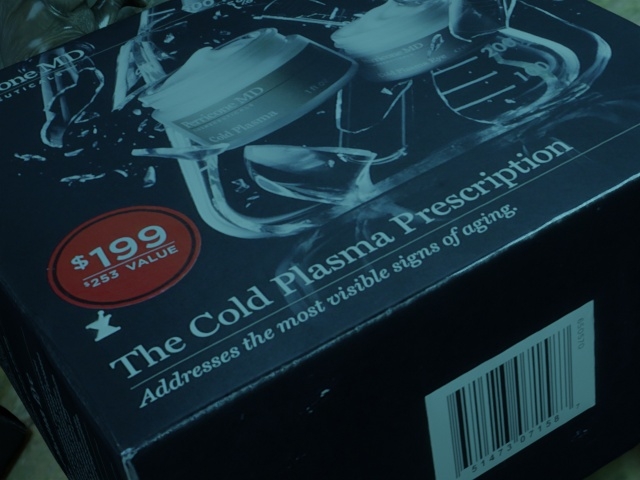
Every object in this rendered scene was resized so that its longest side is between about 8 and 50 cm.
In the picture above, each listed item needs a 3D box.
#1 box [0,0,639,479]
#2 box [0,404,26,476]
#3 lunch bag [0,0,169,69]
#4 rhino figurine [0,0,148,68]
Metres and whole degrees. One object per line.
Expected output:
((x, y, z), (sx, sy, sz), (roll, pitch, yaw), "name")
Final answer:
((0.000, 0.000, 0.656), (0.343, 0.179, 0.312), (-27, 40, -20), "box")
((-0.463, 0.219, 0.886), (0.212, 0.293, 0.396), (20, 76, 44), "box")
((-0.107, -0.136, 0.932), (0.287, 0.169, 0.235), (-49, 45, 7), "lunch bag")
((-0.171, -0.145, 0.824), (0.106, 0.073, 0.243), (-38, 49, 3), "rhino figurine")
